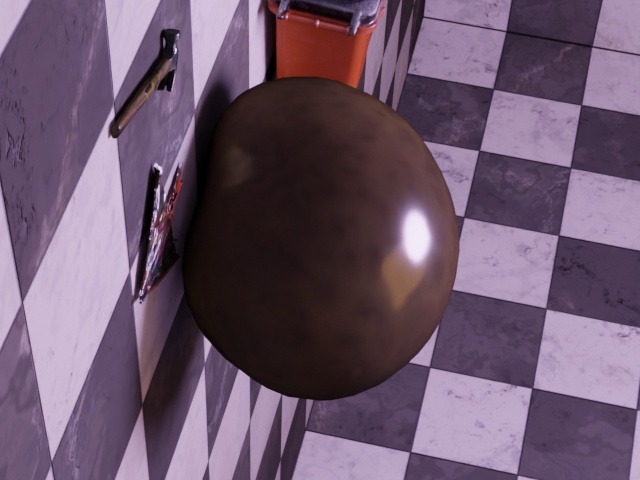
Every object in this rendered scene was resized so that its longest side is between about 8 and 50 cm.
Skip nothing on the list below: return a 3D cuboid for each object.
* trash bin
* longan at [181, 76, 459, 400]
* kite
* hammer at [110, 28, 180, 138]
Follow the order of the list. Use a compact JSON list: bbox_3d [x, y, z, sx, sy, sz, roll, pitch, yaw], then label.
[{"bbox_3d":[0.006,-0.292,2.206,0.239,0.161,0.184,98,7,-49],"label":"trash bin"},{"bbox_3d":[0.000,0.000,1.938,0.404,0.336,0.404,18,66,-48],"label":"longan"},{"bbox_3d":[-0.180,-0.006,1.761,0.232,0.009,0.189,91,11,-60],"label":"kite"},{"bbox_3d":[-0.175,-0.147,1.558,0.182,0.017,0.062,-66,165,-55],"label":"hammer"}]
